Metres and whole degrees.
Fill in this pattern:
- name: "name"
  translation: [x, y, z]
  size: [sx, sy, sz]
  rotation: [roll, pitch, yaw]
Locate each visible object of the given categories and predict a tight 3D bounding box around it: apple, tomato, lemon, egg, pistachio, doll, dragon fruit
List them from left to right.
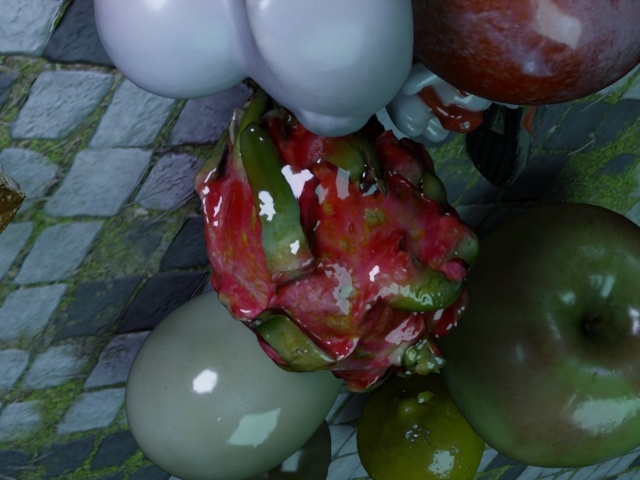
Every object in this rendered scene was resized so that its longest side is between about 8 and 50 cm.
- name: "egg"
  translation: [-0.079, 0.136, 1.429]
  size: [0.253, 0.188, 0.188]
  rotation: [-37, 154, -25]
- name: "doll"
  translation: [-0.052, -0.169, 0.977]
  size: [0.221, 0.251, 0.221]
  rotation: [-4, 109, -13]
- name: "pistachio"
  translation: [-0.067, 0.236, 1.641]
  size: [0.288, 0.166, 0.197]
  rotation: [90, 19, -74]
- name: "dragon fruit"
  translation: [0.010, -0.007, 1.261]
  size: [0.237, 0.231, 0.303]
  rotation: [-33, 111, -9]
- name: "lemon"
  translation: [0.132, 0.260, 1.883]
  size: [0.173, 0.173, 0.206]
  rotation: [-32, 142, -11]
- name: "tomato"
  translation: [0.152, -0.236, 1.076]
  size: [0.270, 0.227, 0.270]
  rotation: [-4, 96, -43]
- name: "doll"
  translation: [0.184, -0.194, 1.295]
  size: [0.161, 0.130, 0.290]
  rotation: [9, 142, -47]
- name: "apple"
  translation: [0.288, 0.118, 1.719]
  size: [0.319, 0.319, 0.277]
  rotation: [-30, 180, -15]

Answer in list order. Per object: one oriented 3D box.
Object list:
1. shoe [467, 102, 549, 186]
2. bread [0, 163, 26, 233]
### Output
- name: "shoe"
  translation: [0.212, -0.132, 1.491]
  size: [0.077, 0.074, 0.194]
  rotation: [-31, 150, -23]
- name: "bread"
  translation: [-0.273, -0.039, 1.046]
  size: [0.070, 0.083, 0.076]
  rotation: [-49, 155, 2]
